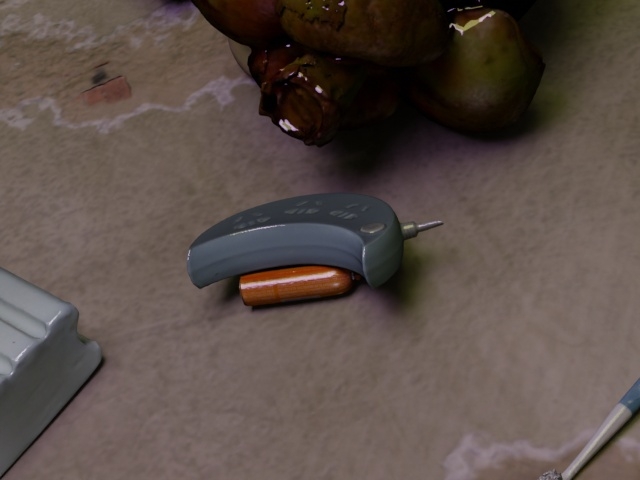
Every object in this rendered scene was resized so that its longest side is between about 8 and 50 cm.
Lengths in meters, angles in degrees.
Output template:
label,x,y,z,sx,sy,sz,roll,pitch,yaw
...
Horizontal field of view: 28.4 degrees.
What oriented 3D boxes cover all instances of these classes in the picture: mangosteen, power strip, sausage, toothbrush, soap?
label,x,y,z,sx,sy,sz,roll,pitch,yaw
mangosteen,0.061,-0.304,1.173,0.381,0.381,0.421,-14,59,6
power strip,0.000,0.000,1.101,0.216,0.044,0.137,-2,23,25
sausage,-0.017,0.038,1.119,0.107,0.031,0.031,-8,47,10
toothbrush,0.244,0.114,0.963,0.275,0.025,0.019,-42,49,-19
soap,-0.346,0.091,1.144,0.265,0.087,0.160,22,60,33

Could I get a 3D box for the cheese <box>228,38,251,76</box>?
label,x,y,z,sx,sy,sz,roll,pitch,yaw
cheese,-0.073,-0.241,1.387,0.097,0.037,0.192,-30,46,-12
